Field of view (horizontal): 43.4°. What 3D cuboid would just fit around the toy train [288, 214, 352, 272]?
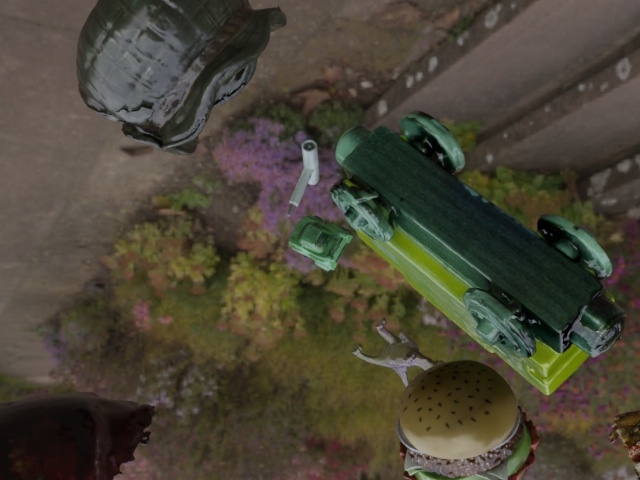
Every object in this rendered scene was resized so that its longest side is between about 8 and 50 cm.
[{"bbox_3d":[0.000,0.000,1.613,0.149,0.099,0.081,27,174,34],"label":"toy train"}]

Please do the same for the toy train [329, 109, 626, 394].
[{"bbox_3d":[0.195,0.017,1.048,0.179,0.442,0.272,-44,149,-7],"label":"toy train"}]

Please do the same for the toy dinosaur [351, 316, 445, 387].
[{"bbox_3d":[0.164,0.255,1.653,0.199,0.072,0.251,35,146,-7],"label":"toy dinosaur"}]

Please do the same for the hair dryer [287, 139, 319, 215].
[{"bbox_3d":[-0.051,-0.148,2.089,0.044,0.183,0.155,17,151,14],"label":"hair dryer"}]

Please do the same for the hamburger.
[{"bbox_3d":[0.166,0.222,0.956,0.175,0.175,0.137,-10,125,18],"label":"hamburger"}]

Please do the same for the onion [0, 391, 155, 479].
[{"bbox_3d":[-0.353,0.248,0.961,0.280,0.146,0.314,-36,-171,-28],"label":"onion"}]

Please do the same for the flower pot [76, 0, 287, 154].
[{"bbox_3d":[-0.213,-0.274,1.176,0.213,0.302,0.302,38,154,-8],"label":"flower pot"}]

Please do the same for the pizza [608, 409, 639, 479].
[{"bbox_3d":[0.646,0.416,1.519,0.287,0.074,0.251,-40,-148,-18],"label":"pizza"}]
